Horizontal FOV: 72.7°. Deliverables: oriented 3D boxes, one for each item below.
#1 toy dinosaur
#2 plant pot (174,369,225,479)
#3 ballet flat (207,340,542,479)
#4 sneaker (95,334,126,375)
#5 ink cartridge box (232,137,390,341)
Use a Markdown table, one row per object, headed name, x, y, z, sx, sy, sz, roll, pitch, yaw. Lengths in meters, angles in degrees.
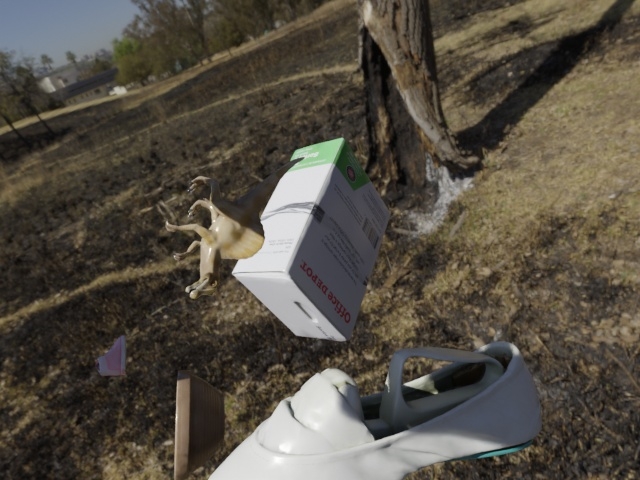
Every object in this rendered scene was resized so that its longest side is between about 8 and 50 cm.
| name | x | y | z | sx | sy | sz | roll | pitch | yaw |
| --- | --- | --- | --- | --- | --- | --- | --- | --- | --- |
| toy dinosaur | -0.095 | -0.024 | 0.455 | 0.093 | 0.053 | 0.183 | 29 | 71 | 6 |
| plant pot | -0.286 | 0.426 | 1.028 | 0.110 | 0.237 | 0.237 | 1 | 23 | -17 |
| ballet flat | 0.062 | 0.186 | 0.464 | 0.400 | 0.139 | 0.139 | -7 | 23 | -20 |
| sneaker | -0.532 | 0.293 | 1.109 | 0.070 | 0.051 | 0.134 | -4 | 29 | -20 |
| ink cartridge box | 0.000 | 0.000 | 0.771 | 0.122 | 0.211 | 0.289 | -4 | 49 | 36 |
